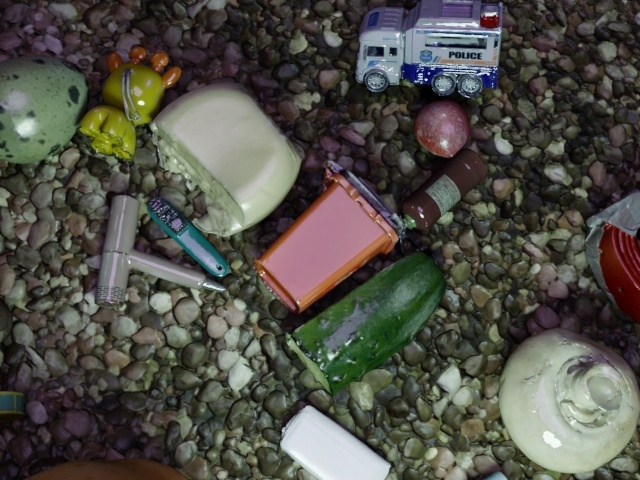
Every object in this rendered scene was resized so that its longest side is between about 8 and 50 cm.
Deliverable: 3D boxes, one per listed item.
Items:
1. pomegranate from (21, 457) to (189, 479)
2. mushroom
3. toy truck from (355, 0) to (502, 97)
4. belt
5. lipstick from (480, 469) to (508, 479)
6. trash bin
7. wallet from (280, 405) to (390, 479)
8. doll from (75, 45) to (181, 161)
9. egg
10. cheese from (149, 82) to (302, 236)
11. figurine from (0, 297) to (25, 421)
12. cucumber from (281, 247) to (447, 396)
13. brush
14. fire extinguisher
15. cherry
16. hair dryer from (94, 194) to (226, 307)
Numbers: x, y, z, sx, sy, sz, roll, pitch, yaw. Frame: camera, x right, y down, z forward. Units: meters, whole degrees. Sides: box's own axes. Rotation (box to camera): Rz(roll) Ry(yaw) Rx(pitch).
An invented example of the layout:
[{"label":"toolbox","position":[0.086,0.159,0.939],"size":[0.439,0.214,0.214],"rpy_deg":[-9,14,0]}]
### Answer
[{"label":"pomegranate","position":[-0.325,0.502,1.132],"size":[0.412,0.411,0.411],"rpy_deg":[2,73,-7]},{"label":"mushroom","position":[0.429,0.263,1.384],"size":[0.246,0.202,0.246],"rpy_deg":[6,66,-14]},{"label":"toy truck","position":[0.200,-0.368,1.529],"size":[0.268,0.155,0.124],"rpy_deg":[5,47,8]},{"label":"belt","position":[0.642,0.040,1.524],"size":[0.324,0.115,0.227],"rpy_deg":[41,71,4]},{"label":"lipstick","position":[0.247,0.447,1.382],"size":[0.158,0.048,0.048],"rpy_deg":[-27,79,-15]},{"label":"trash bin","position":[0.000,0.000,1.431],"size":[0.239,0.161,0.184],"rpy_deg":[-39,82,-13]},{"label":"wallet","position":[0.020,0.362,1.387],"size":[0.190,0.033,0.095],"rpy_deg":[35,71,3]},{"label":"doll","position":[-0.346,-0.256,1.473],"size":[0.143,0.135,0.220],"rpy_deg":[15,68,13]},{"label":"egg","position":[-0.502,-0.235,1.427],"size":[0.177,0.177,0.228],"rpy_deg":[41,59,6]},{"label":"cheese","position":[-0.171,-0.151,1.470],"size":[0.233,0.127,0.266],"rpy_deg":[-39,79,-13]},{"label":"figurine","position":[-0.561,0.172,1.315],"size":[0.158,0.161,0.275],"rpy_deg":[2,73,-31]},{"label":"cucumber","position":[0.105,0.129,1.435],"size":[0.325,0.105,0.145],"rpy_deg":[-34,80,-18]},{"label":"brush","position":[-0.237,-0.009,1.466],"size":[0.193,0.032,0.043],"rpy_deg":[44,73,8]},{"label":"fire extinguisher","position":[0.217,-0.066,1.527],"size":[0.231,0.071,0.099],"rpy_deg":[-43,110,-16]},{"label":"cherry","position":[0.222,-0.250,1.580],"size":[0.107,0.090,0.225],"rpy_deg":[-20,55,10]},{"label":"hair dryer","position":[-0.271,0.028,1.439],"size":[0.220,0.053,0.195],"rpy_deg":[6,74,-6]}]
